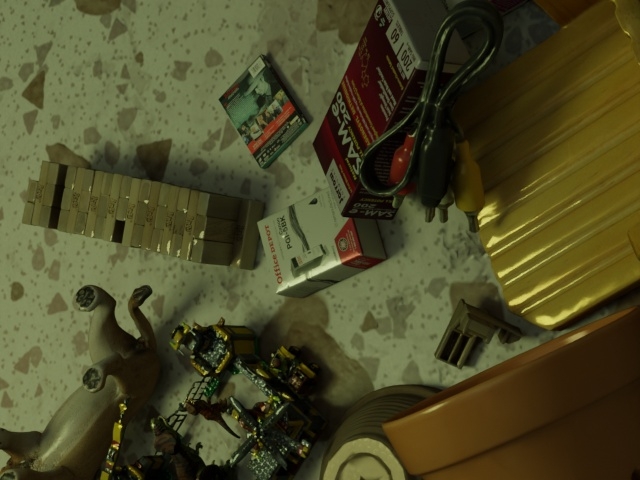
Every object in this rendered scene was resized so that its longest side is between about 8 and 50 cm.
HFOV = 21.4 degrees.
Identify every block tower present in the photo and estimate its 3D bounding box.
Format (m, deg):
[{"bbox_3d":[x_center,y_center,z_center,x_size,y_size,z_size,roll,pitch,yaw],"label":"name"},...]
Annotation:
[{"bbox_3d":[-0.233,-0.035,2.172,0.335,0.097,0.091,11,92,35],"label":"block tower"}]

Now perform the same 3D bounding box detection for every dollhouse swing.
[{"bbox_3d":[0.244,-0.104,1.729,0.305,0.315,0.347,-27,70,19],"label":"dollhouse swing"}]

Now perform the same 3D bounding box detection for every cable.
[{"bbox_3d":[0.122,-0.137,1.804,0.139,0.072,0.287,16,122,15],"label":"cable"}]

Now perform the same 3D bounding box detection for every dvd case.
[{"bbox_3d":[-0.072,-0.162,2.118,0.087,0.013,0.119,-45,62,23],"label":"dvd case"}]

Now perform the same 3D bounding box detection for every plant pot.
[{"bbox_3d":[0.078,0.278,1.897,0.237,0.109,0.237,-5,82,37],"label":"plant pot"},{"bbox_3d":[0.233,0.216,1.705,0.291,0.291,0.204,-26,86,31],"label":"plant pot"}]

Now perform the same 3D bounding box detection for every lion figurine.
[{"bbox_3d":[-0.299,0.227,2.146,0.392,0.240,0.142,-46,63,5],"label":"lion figurine"}]

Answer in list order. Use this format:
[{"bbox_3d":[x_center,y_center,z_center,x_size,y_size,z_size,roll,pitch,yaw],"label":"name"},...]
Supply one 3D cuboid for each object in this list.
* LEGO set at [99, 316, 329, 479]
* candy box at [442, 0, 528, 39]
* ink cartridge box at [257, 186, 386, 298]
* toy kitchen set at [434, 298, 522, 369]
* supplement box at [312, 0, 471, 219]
[{"bbox_3d":[-0.158,0.257,2.012,0.255,0.192,0.331,48,111,26],"label":"LEGO set"},{"bbox_3d":[0.201,-0.347,1.905,0.233,0.071,0.159,-29,69,31],"label":"candy box"},{"bbox_3d":[0.000,0.000,2.019,0.135,0.056,0.099,-26,70,31],"label":"ink cartridge box"},{"bbox_3d":[0.176,0.118,1.873,0.068,0.083,0.075,23,101,-6],"label":"toy kitchen set"},{"bbox_3d":[0.077,-0.151,1.903,0.130,0.073,0.239,-111,34,-40],"label":"supplement box"}]
